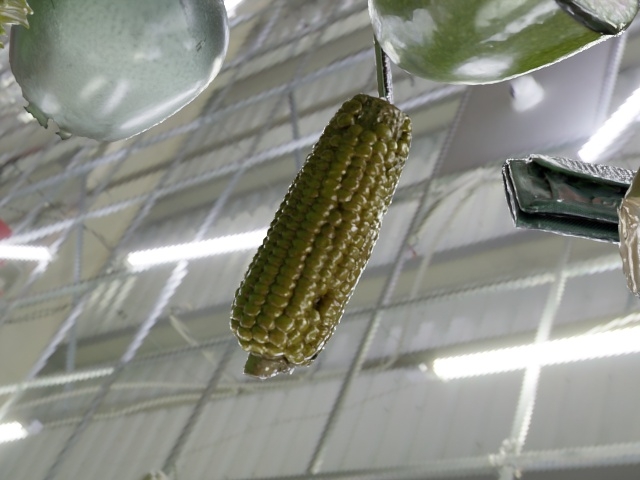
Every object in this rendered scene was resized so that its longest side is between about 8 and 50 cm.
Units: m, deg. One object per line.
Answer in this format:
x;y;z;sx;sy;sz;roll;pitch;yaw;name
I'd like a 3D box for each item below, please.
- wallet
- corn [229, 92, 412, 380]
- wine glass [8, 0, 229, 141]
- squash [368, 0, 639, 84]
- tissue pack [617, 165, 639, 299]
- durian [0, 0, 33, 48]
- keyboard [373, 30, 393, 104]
0.438;-0.057;1.452;0.342;0.075;0.237;9;-158;2;wallet
0.000;0.000;1.071;0.119;0.119;0.322;18;-101;59;corn
-0.178;-0.258;1.056;0.323;0.238;0.238;-45;-161;36;wine glass
0.174;-0.321;1.247;0.309;0.310;0.310;-27;-152;38;squash
0.404;-0.041;0.856;0.238;0.238;0.305;-7;-143;45;tissue pack
-0.177;-0.131;0.325;0.159;0.198;0.146;-43;-162;33;durian
0.091;-0.281;1.499;0.017;0.055;0.166;-7;-102;16;keyboard
